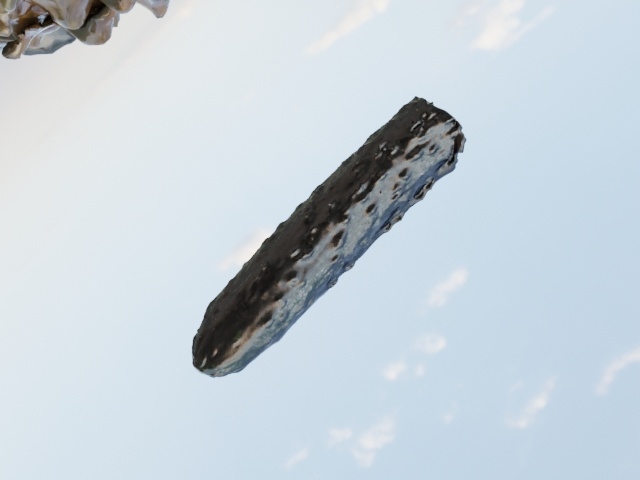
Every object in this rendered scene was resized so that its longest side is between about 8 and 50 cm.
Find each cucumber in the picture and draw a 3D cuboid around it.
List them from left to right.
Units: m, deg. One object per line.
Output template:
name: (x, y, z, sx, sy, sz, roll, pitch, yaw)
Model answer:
cucumber: (0.000, 0.000, 0.928, 0.303, 0.072, 0.081, -44, -160, -6)

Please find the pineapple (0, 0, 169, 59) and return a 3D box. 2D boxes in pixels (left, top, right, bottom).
pineapple: (-0.151, -0.155, 0.459, 0.357, 0.223, 0.223, -34, -159, 46)
